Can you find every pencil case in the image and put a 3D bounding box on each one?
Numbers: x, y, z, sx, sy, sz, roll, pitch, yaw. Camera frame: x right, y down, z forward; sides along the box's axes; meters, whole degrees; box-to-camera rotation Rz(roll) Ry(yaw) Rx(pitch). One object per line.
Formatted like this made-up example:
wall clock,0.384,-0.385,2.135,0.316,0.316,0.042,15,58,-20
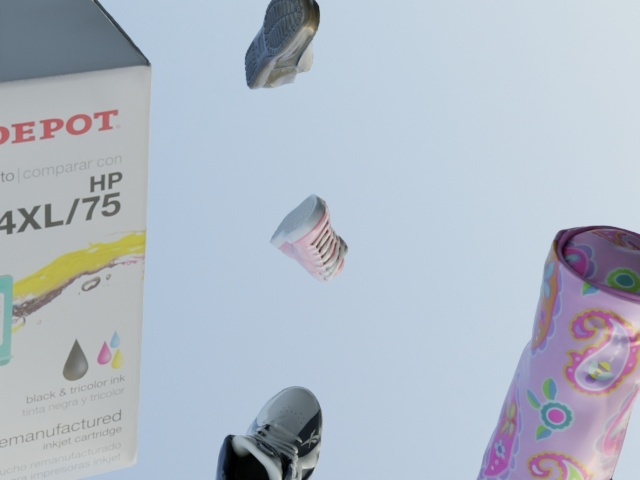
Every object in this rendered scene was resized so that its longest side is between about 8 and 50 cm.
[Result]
pencil case,0.211,0.130,1.323,0.124,0.284,0.124,10,-152,-5

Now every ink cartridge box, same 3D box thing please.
ink cartridge box,-0.225,-0.010,0.921,0.198,0.270,0.197,-11,-145,-25

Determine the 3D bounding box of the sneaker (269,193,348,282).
sneaker,0.000,0.000,1.466,0.070,0.051,0.134,37,166,-6

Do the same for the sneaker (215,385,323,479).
sneaker,-0.054,0.236,1.777,0.094,0.153,0.235,31,-123,9

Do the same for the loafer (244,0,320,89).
loafer,-0.028,-0.184,1.470,0.050,0.148,0.056,-2,-106,-23
